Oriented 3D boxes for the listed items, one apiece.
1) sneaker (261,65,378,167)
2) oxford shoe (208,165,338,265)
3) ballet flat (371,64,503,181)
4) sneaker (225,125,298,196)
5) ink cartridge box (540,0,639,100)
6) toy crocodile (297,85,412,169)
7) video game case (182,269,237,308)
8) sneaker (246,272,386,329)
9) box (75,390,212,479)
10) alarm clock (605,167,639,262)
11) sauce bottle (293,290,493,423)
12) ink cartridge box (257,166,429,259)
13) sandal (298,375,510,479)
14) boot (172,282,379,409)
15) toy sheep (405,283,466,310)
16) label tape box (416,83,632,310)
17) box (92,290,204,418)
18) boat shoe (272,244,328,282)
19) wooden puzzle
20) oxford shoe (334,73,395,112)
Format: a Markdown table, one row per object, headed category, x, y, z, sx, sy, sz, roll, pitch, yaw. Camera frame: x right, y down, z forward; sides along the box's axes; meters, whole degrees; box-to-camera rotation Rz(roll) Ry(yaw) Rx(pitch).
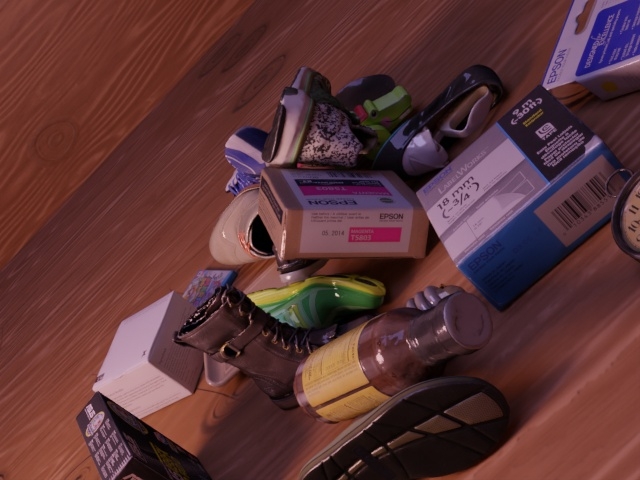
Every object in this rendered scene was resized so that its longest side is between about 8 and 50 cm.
| category | x | y | z | sx | sy | sz | roll | pitch | yaw |
| --- | --- | --- | --- | --- | --- | --- | --- | --- | --- |
| sneaker | 0.011 | -0.196 | 1.645 | 0.410 | 0.182 | 0.158 | -74 | 5 | -69 |
| oxford shoe | -0.115 | -0.027 | 1.726 | 0.397 | 0.140 | 0.146 | -31 | 11 | 49 |
| ballet flat | 0.200 | -0.185 | 1.557 | 0.280 | 0.095 | 0.096 | -47 | 37 | 4 |
| sneaker | -0.127 | -0.136 | 1.934 | 0.182 | 0.127 | 0.315 | -56 | -7 | 15 |
| ink cartridge box | 0.494 | -0.345 | 1.333 | 0.307 | 0.072 | 0.304 | -15 | 42 | 53 |
| toy crocodile | 0.039 | -0.177 | 1.785 | 0.340 | 0.105 | 0.115 | -41 | 26 | 16 |
| video game case | -0.248 | 0.114 | 1.948 | 0.166 | 0.015 | 0.119 | -2 | 52 | 57 |
| sneaker | -0.017 | 0.125 | 1.479 | 0.295 | 0.109 | 0.124 | -17 | 81 | 32 |
| box | -0.246 | 0.346 | 1.379 | 0.060 | 0.216 | 0.270 | -51 | 24 | -7 |
| alarm clock | 0.389 | -0.037 | 1.044 | 0.129 | 0.064 | 0.192 | -56 | 33 | 11 |
| sauce bottle | 0.087 | 0.151 | 1.164 | 0.344 | 0.111 | 0.111 | -34 | 27 | 54 |
| ink cartridge box | 0.033 | -0.046 | 1.457 | 0.193 | 0.234 | 0.088 | -125 | 38 | -63 |
| sandal | 0.090 | 0.237 | 1.116 | 0.302 | 0.120 | 0.086 | -34 | 15 | 30 |
| boot | -0.064 | 0.138 | 1.358 | 0.263 | 0.229 | 0.091 | -36 | 28 | 26 |
| toy sheep | 0.147 | 0.112 | 1.230 | 0.132 | 0.091 | 0.091 | -48 | 24 | 14 |
| label tape box | 0.263 | -0.089 | 1.296 | 0.240 | 0.106 | 0.334 | -42 | 26 | 13 |
| box | -0.320 | 0.224 | 1.786 | 0.181 | 0.119 | 0.182 | -29 | 32 | 36 |
| boat shoe | 0.000 | 0.000 | 1.535 | 0.081 | 0.069 | 0.227 | -16 | 9 | 35 |
| wooden puzzle | -0.111 | 0.141 | 1.664 | 0.238 | 0.044 | 0.221 | -39 | 26 | 10 |
| oxford shoe | 0.067 | -0.283 | 1.941 | 0.212 | 0.076 | 0.076 | -29 | -10 | 18 |
